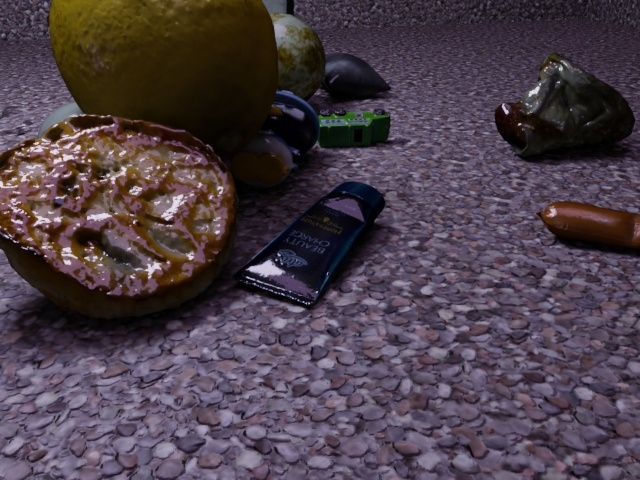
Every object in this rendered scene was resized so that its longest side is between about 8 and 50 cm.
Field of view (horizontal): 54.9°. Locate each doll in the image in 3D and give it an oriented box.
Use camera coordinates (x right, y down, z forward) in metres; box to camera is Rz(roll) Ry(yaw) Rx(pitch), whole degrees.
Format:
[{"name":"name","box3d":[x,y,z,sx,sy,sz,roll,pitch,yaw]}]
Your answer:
[{"name":"doll","box3d":[-0.092,-0.204,1.174,0.177,0.141,0.314,7,32,1]}]

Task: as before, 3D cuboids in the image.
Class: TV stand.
[{"name":"TV stand","box3d":[-0.126,-0.552,1.735,0.088,0.269,0.083,8,26,11]}]

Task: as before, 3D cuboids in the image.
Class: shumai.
[{"name":"shumai","box3d":[0.494,-0.241,1.274,0.272,0.204,0.222,27,16,-27]}]

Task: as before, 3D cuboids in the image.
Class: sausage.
[{"name":"sausage","box3d":[0.403,-0.020,0.881,0.183,0.054,0.062,11,60,18]}]

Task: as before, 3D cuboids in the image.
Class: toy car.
[{"name":"toy car","box3d":[0.070,-0.238,1.321,0.165,0.071,0.062,-2,41,-2]}]

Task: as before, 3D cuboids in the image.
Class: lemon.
[{"name":"lemon","box3d":[-0.223,-0.277,0.976,0.364,0.364,0.364,-1,26,0]}]

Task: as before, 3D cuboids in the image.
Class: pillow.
[{"name":"pillow","box3d":[0.071,-0.471,1.753,0.186,0.106,0.250,-2,27,-20]}]

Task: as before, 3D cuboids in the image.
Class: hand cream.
[{"name":"hand cream","box3d":[0.000,0.000,0.864,0.120,0.061,0.270,17,39,22]}]

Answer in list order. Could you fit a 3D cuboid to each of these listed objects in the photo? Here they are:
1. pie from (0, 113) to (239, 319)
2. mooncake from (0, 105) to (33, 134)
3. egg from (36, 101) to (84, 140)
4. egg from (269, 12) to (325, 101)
[{"name":"pie","box3d":[-0.254,-0.033,0.779,0.315,0.092,0.315,11,50,-14]},{"name":"mooncake","box3d":[-0.606,-0.229,1.350,0.347,0.057,0.150,20,20,24]},{"name":"egg","box3d":[-0.423,-0.169,1.098,0.149,0.149,0.192,-1,32,-1]},{"name":"egg","box3d":[-0.121,-0.443,1.560,0.238,0.238,0.289,-24,12,-39]}]
